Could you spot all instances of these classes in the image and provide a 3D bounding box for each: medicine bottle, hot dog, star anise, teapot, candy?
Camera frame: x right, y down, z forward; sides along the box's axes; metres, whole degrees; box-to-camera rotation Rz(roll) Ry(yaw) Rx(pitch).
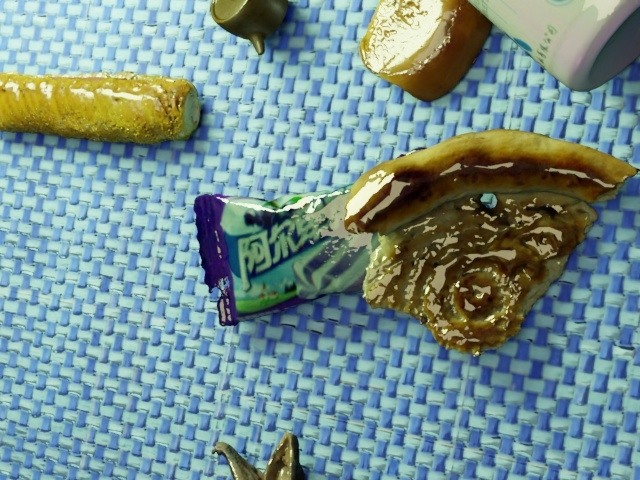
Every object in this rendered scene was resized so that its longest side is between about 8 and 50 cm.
[{"bbox_3d":[0.199,-0.269,1.017,0.254,0.152,0.152,46,103,18],"label":"medicine bottle"},{"bbox_3d":[-0.272,-0.154,1.251,0.289,0.068,0.083,5,94,22],"label":"hot dog"},{"bbox_3d":[-0.023,0.298,1.111,0.172,0.063,0.207,-7,79,18],"label":"star anise"},{"bbox_3d":[-0.068,-0.255,1.177,0.076,0.068,0.121,-20,55,41],"label":"teapot"},{"bbox_3d":[0.000,0.000,1.124,0.275,0.070,0.145,-11,88,17],"label":"candy"}]

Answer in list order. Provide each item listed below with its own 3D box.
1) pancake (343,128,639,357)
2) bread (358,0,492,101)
[{"bbox_3d":[0.141,-0.024,1.042,0.212,0.056,0.257,39,93,6],"label":"pancake"},{"bbox_3d":[0.100,-0.214,1.113,0.126,0.044,0.129,30,100,24],"label":"bread"}]
